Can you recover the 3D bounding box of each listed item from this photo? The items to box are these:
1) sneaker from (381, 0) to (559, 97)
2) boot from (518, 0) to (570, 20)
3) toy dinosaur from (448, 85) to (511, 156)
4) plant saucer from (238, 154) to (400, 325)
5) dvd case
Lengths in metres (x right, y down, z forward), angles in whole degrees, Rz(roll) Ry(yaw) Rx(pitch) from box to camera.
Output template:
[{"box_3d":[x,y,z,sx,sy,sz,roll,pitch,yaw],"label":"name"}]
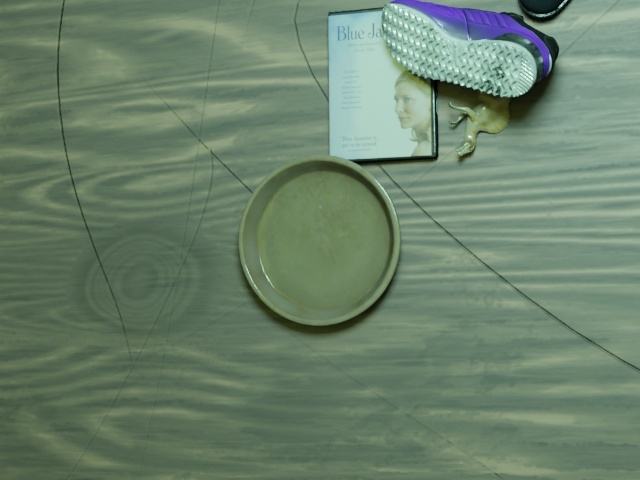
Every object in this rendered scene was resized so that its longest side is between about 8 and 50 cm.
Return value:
[{"box_3d":[0.235,-0.309,1.643,0.293,0.146,0.102,28,135,31],"label":"sneaker"},{"box_3d":[0.353,-0.461,1.562,0.094,0.207,0.246,31,97,17],"label":"boot"},{"box_3d":[0.263,-0.216,1.669,0.092,0.053,0.183,43,103,-1],"label":"toy dinosaur"},{"box_3d":[0.000,0.000,1.737,0.277,0.041,0.278,-1,88,19],"label":"plant saucer"},{"box_3d":[0.100,-0.253,1.731,0.180,0.022,0.253,-2,86,19],"label":"dvd case"}]
